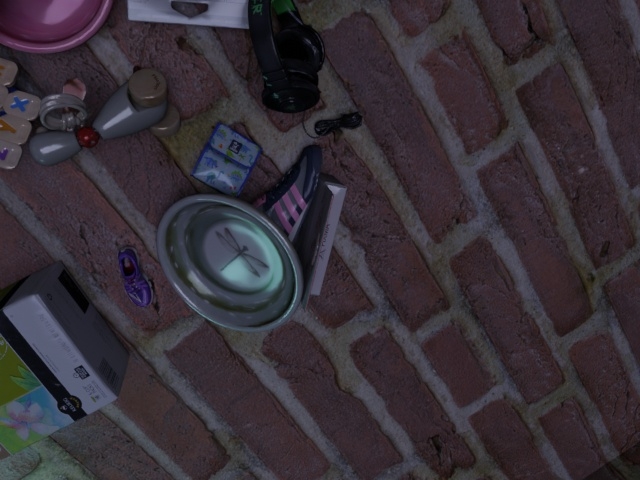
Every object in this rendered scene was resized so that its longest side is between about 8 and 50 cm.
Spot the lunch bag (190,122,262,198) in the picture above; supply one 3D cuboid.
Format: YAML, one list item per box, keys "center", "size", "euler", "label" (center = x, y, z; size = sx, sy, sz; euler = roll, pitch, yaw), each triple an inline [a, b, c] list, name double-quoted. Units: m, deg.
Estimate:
- center: [-0.231, -0.195, 1.298]
  size: [0.128, 0.096, 0.151]
  euler: [29, 86, -17]
  label: "lunch bag"

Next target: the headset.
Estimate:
- center: [-0.034, -0.392, 1.201]
  size: [0.185, 0.244, 0.394]
  euler: [-7, 143, 17]
  label: "headset"

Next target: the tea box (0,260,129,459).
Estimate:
- center: [-0.709, 0.286, 1.285]
  size: [0.323, 0.220, 0.329]
  euler: [-28, 112, -1]
  label: "tea box"

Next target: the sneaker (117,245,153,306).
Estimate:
- center: [-0.485, 0.101, 1.351]
  size: [0.068, 0.071, 0.170]
  euler: [-18, 111, -6]
  label: "sneaker"

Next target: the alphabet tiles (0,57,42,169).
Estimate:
- center: [-0.737, -0.259, 1.082]
  size: [0.277, 0.021, 0.284]
  euler: [16, 77, -9]
  label: "alphabet tiles"

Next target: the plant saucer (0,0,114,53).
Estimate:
- center: [-0.598, -0.565, 1.098]
  size: [0.331, 0.084, 0.333]
  euler: [-4, 109, -12]
  label: "plant saucer"

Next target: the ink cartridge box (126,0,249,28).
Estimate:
- center: [-0.290, -0.603, 1.163]
  size: [0.274, 0.060, 0.239]
  euler: [-1, 109, -12]
  label: "ink cartridge box"

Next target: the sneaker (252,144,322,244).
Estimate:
- center: [-0.098, -0.106, 1.341]
  size: [0.131, 0.112, 0.319]
  euler: [18, 103, -19]
  label: "sneaker"

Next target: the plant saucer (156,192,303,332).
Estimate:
- center: [-0.216, 0.047, 1.323]
  size: [0.400, 0.100, 0.401]
  euler: [10, 123, 17]
  label: "plant saucer"

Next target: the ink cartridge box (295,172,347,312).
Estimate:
- center: [0.000, 0.000, 1.317]
  size: [0.066, 0.261, 0.297]
  euler: [10, 106, -15]
  label: "ink cartridge box"

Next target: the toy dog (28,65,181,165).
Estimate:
- center: [-0.480, -0.296, 1.167]
  size: [0.333, 0.161, 0.220]
  euler: [-18, 156, -35]
  label: "toy dog"

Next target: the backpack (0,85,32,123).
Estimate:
- center: [-0.695, -0.283, 1.167]
  size: [0.101, 0.098, 0.120]
  euler: [28, 89, -23]
  label: "backpack"
